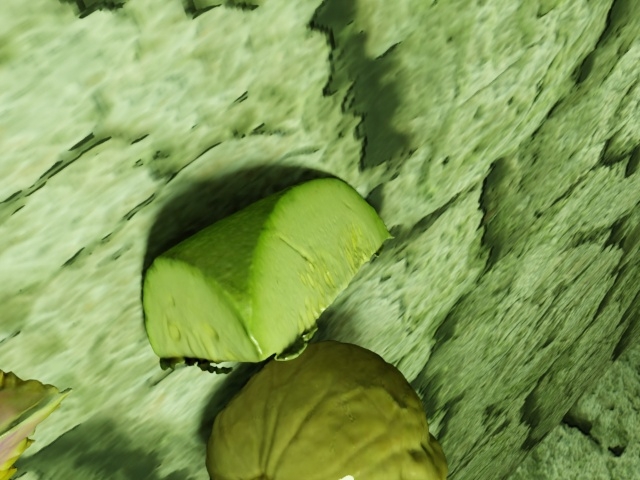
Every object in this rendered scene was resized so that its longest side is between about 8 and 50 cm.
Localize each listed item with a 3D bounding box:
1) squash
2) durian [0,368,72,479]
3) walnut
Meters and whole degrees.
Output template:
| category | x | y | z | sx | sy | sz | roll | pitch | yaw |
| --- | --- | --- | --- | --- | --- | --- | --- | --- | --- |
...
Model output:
| category | x | y | z | sx | sy | sz | roll | pitch | yaw |
| --- | --- | --- | --- | --- | --- | --- | --- | --- | --- |
| squash | 0.000 | 0.000 | 0.564 | 0.252 | 0.093 | 0.169 | -28 | -172 | -33 |
| durian | -0.287 | 0.090 | 0.279 | 0.341 | 0.112 | 0.191 | -4 | 159 | -35 |
| walnut | 0.009 | 0.206 | 0.718 | 0.228 | 0.228 | 0.228 | -34 | 147 | -26 |
